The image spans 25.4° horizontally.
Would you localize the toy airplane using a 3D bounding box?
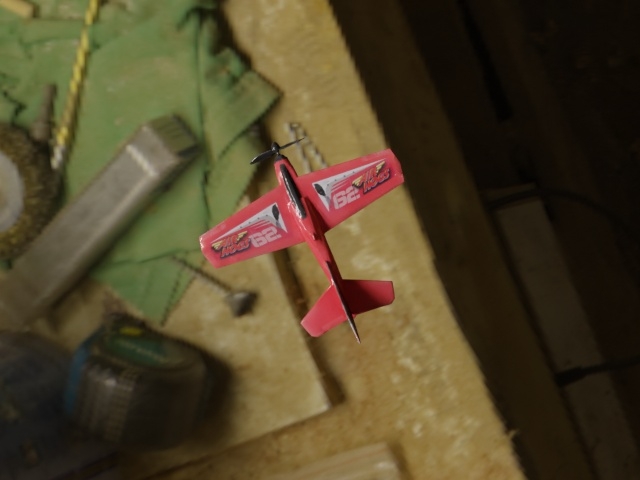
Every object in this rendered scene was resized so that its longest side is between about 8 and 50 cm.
[{"bbox_3d":[0.000,0.000,0.975,0.151,0.028,0.151,0,87,8],"label":"toy airplane"}]
